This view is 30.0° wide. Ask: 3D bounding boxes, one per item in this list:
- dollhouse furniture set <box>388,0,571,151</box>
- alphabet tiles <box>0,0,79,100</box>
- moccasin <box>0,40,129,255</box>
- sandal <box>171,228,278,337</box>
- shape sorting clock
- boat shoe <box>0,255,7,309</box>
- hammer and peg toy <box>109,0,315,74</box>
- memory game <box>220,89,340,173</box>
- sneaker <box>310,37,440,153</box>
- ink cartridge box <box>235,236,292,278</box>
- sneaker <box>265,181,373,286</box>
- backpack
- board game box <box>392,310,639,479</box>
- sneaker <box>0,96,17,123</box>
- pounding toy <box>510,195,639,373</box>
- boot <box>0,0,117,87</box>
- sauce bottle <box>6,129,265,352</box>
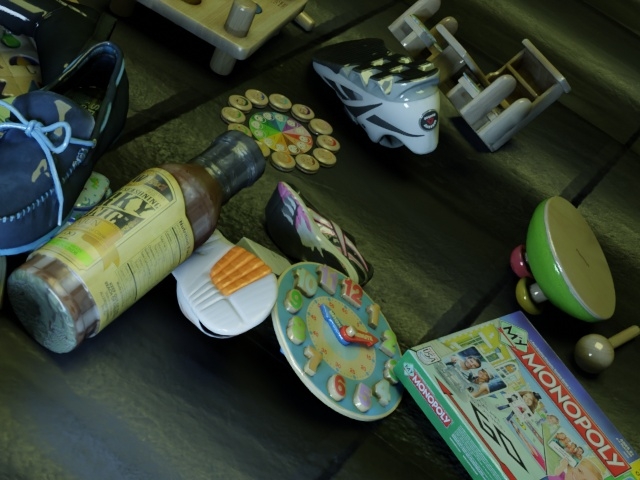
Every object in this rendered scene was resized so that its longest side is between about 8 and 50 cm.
[{"bbox_3d":[0.263,-0.268,1.853,0.212,0.161,0.242,55,10,33],"label":"dollhouse furniture set"},{"bbox_3d":[-0.443,-0.295,1.665,0.285,0.011,0.342,-7,48,-37],"label":"alphabet tiles"},{"bbox_3d":[-0.306,-0.117,1.301,0.137,0.117,0.342,15,36,0],"label":"moccasin"},{"bbox_3d":[-0.121,0.051,1.382,0.102,0.076,0.265,-21,32,-17],"label":"sandal"},{"bbox_3d":[0.025,0.113,1.385,0.206,0.040,0.206,35,32,-26],"label":"shape sorting clock"},{"bbox_3d":[-0.363,0.025,1.288,0.045,0.050,0.135,2,35,-21],"label":"boat shoe"},{"bbox_3d":[-0.147,-0.413,1.897,0.266,0.127,0.361,31,36,6],"label":"hammer and peg toy"},{"bbox_3d":[-0.057,-0.160,1.738,0.186,0.012,0.186,17,36,-13],"label":"memory game"},{"bbox_3d":[0.080,-0.218,1.829,0.122,0.146,0.330,-19,28,-15],"label":"sneaker"},{"bbox_3d":[-0.059,0.039,1.462,0.063,0.029,0.115,50,9,29],"label":"ink cartridge box"},{"bbox_3d":[0.000,0.000,1.538,0.077,0.072,0.178,-14,64,-49],"label":"sneaker"},{"bbox_3d":[-0.298,-0.033,1.367,0.105,0.084,0.114,18,40,-7],"label":"backpack"},{"bbox_3d":[0.254,0.235,1.393,0.213,0.046,0.317,-14,57,-41],"label":"board game box"},{"bbox_3d":[-0.386,-0.143,1.390,0.094,0.151,0.256,28,34,5],"label":"sneaker"},{"bbox_3d":[0.325,0.066,1.646,0.183,0.110,0.237,-24,88,-60],"label":"pounding toy"},{"bbox_3d":[-0.392,-0.279,1.583,0.207,0.094,0.246,24,29,-11],"label":"boot"},{"bbox_3d":[-0.192,-0.014,1.331,0.111,0.111,0.344,36,49,12],"label":"sauce bottle"}]
